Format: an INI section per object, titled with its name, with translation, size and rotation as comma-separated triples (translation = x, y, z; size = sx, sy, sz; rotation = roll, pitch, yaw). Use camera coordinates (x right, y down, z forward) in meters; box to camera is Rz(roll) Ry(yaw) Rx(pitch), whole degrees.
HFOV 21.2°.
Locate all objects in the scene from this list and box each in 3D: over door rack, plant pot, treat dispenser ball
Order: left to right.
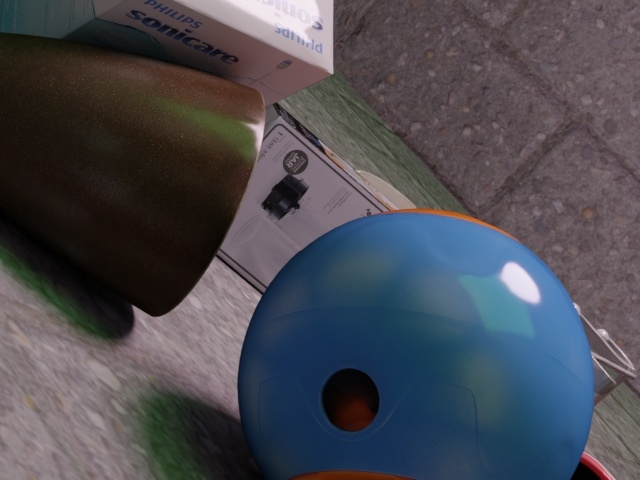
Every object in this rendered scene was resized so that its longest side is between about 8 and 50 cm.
[plant pot]
translation = -0.199, -0.079, 1.430
size = 0.230, 0.215, 0.215
rotation = 25, 16, -19
[treat dispenser ball]
translation = 0.077, 0.117, 1.381
size = 0.288, 0.288, 0.288
rotation = 42, 10, -9
[over door rack]
translation = 0.200, 0.178, 1.764
size = 0.108, 0.239, 0.324
rotation = 48, 10, 12

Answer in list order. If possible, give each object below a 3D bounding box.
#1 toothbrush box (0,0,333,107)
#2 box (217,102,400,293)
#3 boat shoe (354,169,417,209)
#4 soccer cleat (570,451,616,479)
[toothbrush box]
translation = -0.163, -0.187, 1.551
size = 0.216, 0.295, 0.126
rotation = 20, 61, -39
[box]
translation = 0.000, 0.000, 1.931
size = 0.290, 0.169, 0.087
rotation = 39, 8, -17
[boat shoe]
translation = 0.144, 0.031, 2.660
size = 0.335, 0.095, 0.112
rotation = 42, 45, 12
[soccer cleat]
translation = 0.332, 0.358, 1.802
size = 0.318, 0.108, 0.116
rotation = 56, -6, 20
